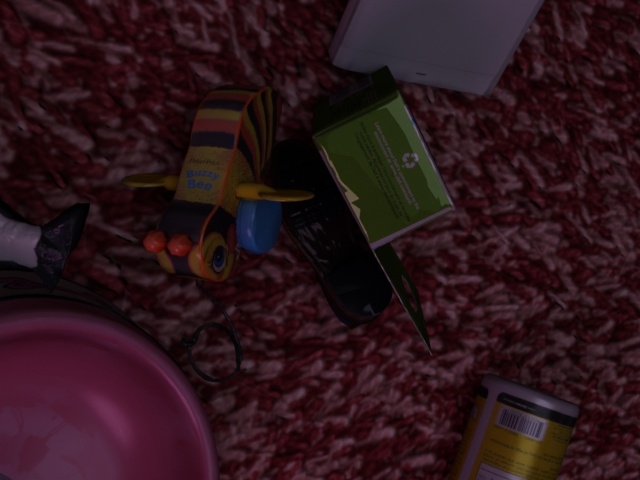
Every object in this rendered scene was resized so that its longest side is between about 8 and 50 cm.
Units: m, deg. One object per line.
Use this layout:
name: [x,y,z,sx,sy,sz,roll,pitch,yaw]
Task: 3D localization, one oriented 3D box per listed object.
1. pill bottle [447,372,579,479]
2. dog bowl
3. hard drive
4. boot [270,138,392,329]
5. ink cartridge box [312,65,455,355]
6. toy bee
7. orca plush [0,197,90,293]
pill bottle: [0.216,0.272,1.144,0.119,0.119,0.208,21,88,-22]
dog bowl: [-0.272,0.228,0.883,0.408,0.150,0.407,2,87,-33]
hard drive: [0.155,-0.296,1.009,0.203,0.040,0.307,7,134,-22]
boot: [0.000,0.000,1.068,0.082,0.106,0.219,-22,74,-14]
ink cartridge box: [0.090,-0.038,1.021,0.097,0.189,0.255,-27,106,8]
toy bee: [-0.100,-0.023,0.954,0.195,0.162,0.298,-15,77,17]
orca plush: [-0.346,-0.060,0.897,0.287,0.102,0.151,11,119,7]
